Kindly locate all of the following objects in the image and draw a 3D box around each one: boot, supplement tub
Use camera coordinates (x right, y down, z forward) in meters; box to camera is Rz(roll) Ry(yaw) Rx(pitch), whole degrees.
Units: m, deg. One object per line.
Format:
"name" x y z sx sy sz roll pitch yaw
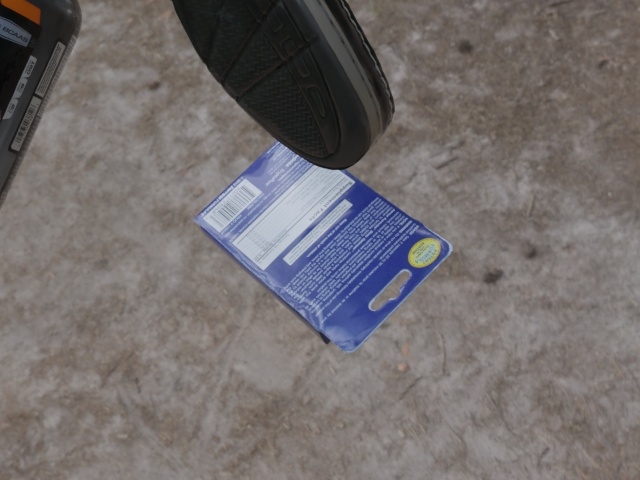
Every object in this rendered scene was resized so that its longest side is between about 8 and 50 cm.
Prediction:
"boot" -0.001 -0.267 0.640 0.284 0.377 0.138 -35 -2 -33
"supplement tub" -0.417 -0.212 0.961 0.207 0.207 0.338 21 87 37

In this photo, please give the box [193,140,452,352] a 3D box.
"box" 0.000 0.000 0.756 0.136 0.036 0.225 -44 55 -11
